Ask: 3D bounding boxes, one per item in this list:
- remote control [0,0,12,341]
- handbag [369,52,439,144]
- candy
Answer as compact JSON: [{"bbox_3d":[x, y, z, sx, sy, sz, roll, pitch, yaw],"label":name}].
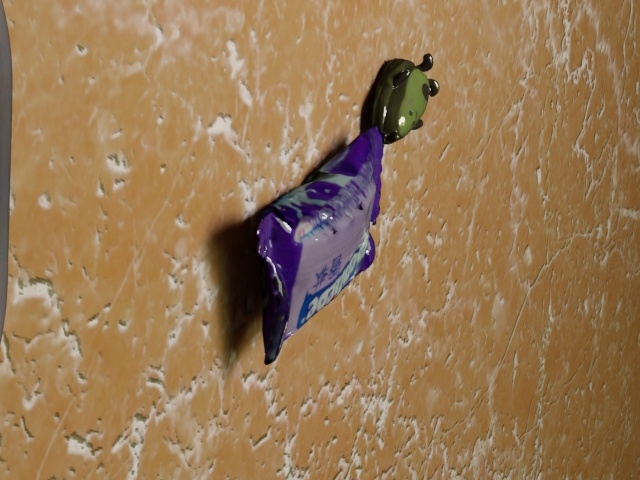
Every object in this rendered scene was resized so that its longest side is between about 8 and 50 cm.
[{"bbox_3d":[-0.233,-0.037,0.959,0.221,0.103,0.332,27,61,-78],"label":"remote control"},{"bbox_3d":[0.077,-0.131,1.686,0.072,0.047,0.111,73,33,-41],"label":"handbag"},{"bbox_3d":[0.000,0.000,1.542,0.275,0.070,0.145,-43,141,-59],"label":"candy"}]
